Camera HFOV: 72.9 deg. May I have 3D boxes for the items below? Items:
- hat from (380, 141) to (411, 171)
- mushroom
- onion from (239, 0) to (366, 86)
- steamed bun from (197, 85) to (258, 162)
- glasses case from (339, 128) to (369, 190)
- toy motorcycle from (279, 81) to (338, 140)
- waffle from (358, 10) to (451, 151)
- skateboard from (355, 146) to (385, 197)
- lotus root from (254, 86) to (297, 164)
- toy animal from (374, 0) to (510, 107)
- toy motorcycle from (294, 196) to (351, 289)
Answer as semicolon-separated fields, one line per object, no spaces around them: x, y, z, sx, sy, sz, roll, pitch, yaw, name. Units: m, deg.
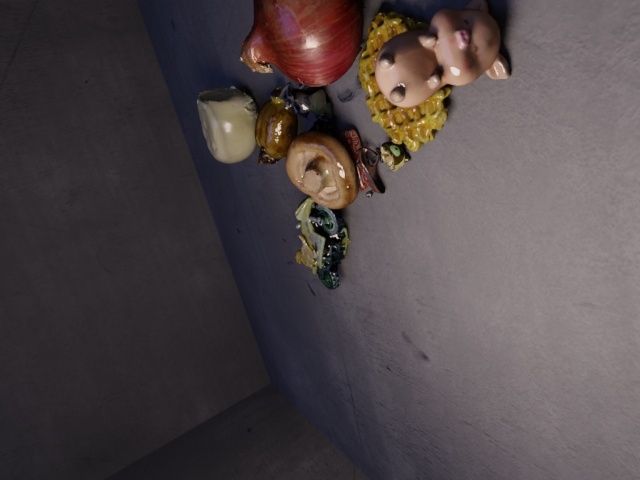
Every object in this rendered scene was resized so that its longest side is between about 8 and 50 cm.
0.205;-0.237;1.189;0.077;0.059;0.076;54;168;35;hat
0.004;-0.216;1.355;0.278;0.146;0.278;30;146;23;mushroom
-0.030;-0.577;1.114;0.353;0.353;0.354;43;146;39;onion
-0.388;-0.505;1.900;0.312;0.232;0.334;89;155;-43;steamed bun
0.110;-0.252;1.364;0.073;0.049;0.195;14;123;60;glasses case
-0.039;-0.411;1.402;0.106;0.159;0.271;-125;20;-73;toy motorcycle
0.201;-0.388;1.060;0.325;0.068;0.302;48;149;29;waffle
0.159;-0.209;1.295;0.080;0.067;0.152;-14;104;34;skateboard
-0.165;-0.426;1.643;0.169;0.141;0.314;42;134;30;lotus root
0.229;-0.354;0.847;0.154;0.250;0.167;-91;-20;-66;toy animal
0.000;0.000;1.648;0.237;0.168;0.410;45;147;40;toy motorcycle
